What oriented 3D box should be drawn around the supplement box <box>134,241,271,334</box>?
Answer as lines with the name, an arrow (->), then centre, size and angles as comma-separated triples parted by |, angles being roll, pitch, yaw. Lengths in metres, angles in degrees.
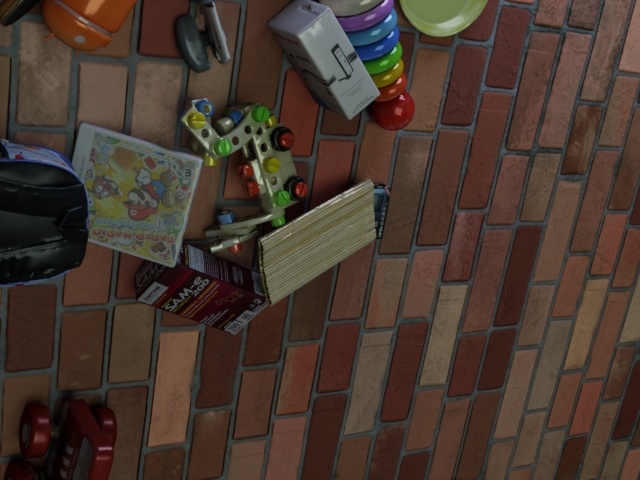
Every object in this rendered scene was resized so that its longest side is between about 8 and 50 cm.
supplement box -> -0.230, 0.094, 1.681 | 0.239, 0.073, 0.130 | 24, 127, -34

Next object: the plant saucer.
plant saucer -> 0.249, -0.540, 1.736 | 0.240, 0.037, 0.241 | -12, 116, -26

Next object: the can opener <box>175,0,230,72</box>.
can opener -> -0.228, -0.433, 1.484 | 0.095, 0.076, 0.284 | -27, 121, -18

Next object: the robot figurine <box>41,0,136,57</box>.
robot figurine -> -0.366, -0.401, 1.383 | 0.128, 0.158, 0.219 | 32, 99, -22

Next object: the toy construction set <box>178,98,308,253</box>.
toy construction set -> -0.148, -0.125, 1.615 | 0.215, 0.151, 0.328 | -28, 127, -32

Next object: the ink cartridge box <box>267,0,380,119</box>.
ink cartridge box -> 0.005, -0.345, 1.611 | 0.086, 0.148, 0.203 | -41, 124, -6

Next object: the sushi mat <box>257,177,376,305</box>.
sushi mat -> 0.000, 0.000, 1.733 | 0.316, 0.019, 0.152 | -31, 129, -34

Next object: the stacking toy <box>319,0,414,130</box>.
stacking toy -> 0.108, -0.361, 1.690 | 0.141, 0.141, 0.330 | -33, 130, -14

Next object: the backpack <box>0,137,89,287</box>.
backpack -> -0.521, -0.044, 1.403 | 0.263, 0.213, 0.277 | 2, 116, -22

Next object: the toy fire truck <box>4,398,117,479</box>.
toy fire truck -> -0.478, 0.462, 1.615 | 0.169, 0.254, 0.302 | 11, 105, -33

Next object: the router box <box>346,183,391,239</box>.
router box -> 0.097, -0.062, 1.853 | 0.092, 0.038, 0.123 | -3, 112, -28

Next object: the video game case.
video game case -> -0.343, -0.080, 1.527 | 0.226, 0.026, 0.207 | 17, 104, 0

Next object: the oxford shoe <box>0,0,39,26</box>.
oxford shoe -> -0.461, -0.440, 1.361 | 0.076, 0.076, 0.212 | 34, 88, -12
